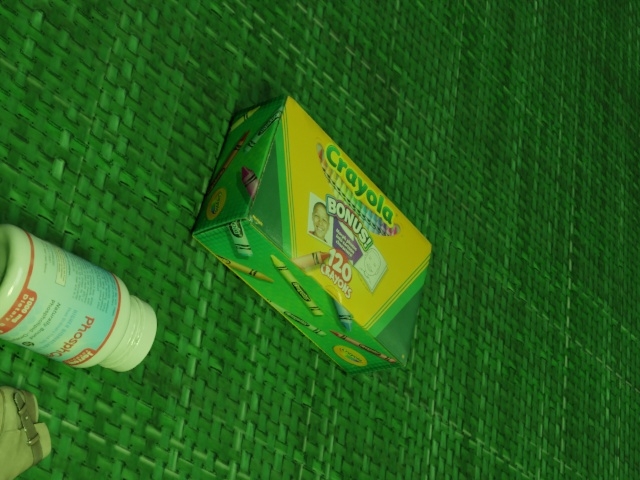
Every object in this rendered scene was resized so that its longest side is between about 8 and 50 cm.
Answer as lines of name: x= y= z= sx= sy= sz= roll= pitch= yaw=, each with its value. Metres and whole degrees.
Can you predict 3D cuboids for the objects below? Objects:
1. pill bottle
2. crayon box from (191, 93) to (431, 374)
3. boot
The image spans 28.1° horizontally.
pill bottle: x=-0.215 y=0.054 z=1.058 sx=0.160 sy=0.087 sz=0.087 roll=30 pitch=55 yaw=-42
crayon box: x=0.000 y=0.000 z=1.360 sx=0.278 sy=0.081 sz=0.165 roll=44 pitch=47 yaw=-35
boot: x=-0.249 y=0.175 z=1.015 sx=0.087 sy=0.042 sz=0.119 roll=-3 pitch=87 yaw=-61
